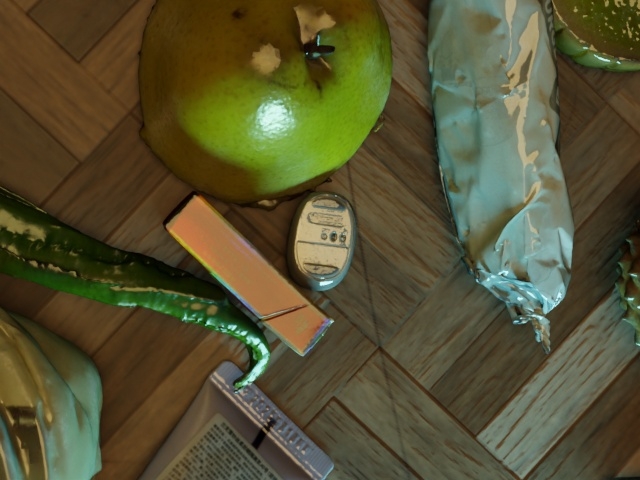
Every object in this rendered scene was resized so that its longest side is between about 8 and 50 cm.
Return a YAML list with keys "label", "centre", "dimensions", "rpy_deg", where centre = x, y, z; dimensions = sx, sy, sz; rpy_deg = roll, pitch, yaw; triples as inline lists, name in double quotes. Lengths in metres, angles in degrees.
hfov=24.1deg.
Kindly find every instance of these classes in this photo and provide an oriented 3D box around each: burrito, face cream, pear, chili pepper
- label: "burrito"
  centre: [0.170, -0.111, 1.418]
  dimensions: [0.101, 0.139, 0.445]
  rpy_deg: [-13, 100, -38]
- label: "face cream"
  centre: [-0.127, 0.260, 1.420]
  dimensions: [0.154, 0.096, 0.274]
  rpy_deg: [45, 74, -5]
- label: "pear"
  centre: [-0.049, -0.163, 1.361]
  dimensions: [0.267, 0.178, 0.267]
  rpy_deg: [0, 90, -4]
- label: "chili pepper"
  centre: [-0.206, 0.035, 1.395]
  dimensions: [0.359, 0.076, 0.085]
  rpy_deg: [26, 85, -5]

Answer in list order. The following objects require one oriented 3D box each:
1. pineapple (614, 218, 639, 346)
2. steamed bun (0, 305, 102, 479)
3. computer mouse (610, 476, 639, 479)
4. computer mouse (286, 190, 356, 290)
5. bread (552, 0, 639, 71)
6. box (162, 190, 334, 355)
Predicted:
- label: "pineapple"
  centre: [0.360, 0.031, 1.433]
  dimensions: [0.166, 0.166, 0.193]
  rpy_deg: [-26, 94, -6]
- label: "steamed bun"
  centre: [-0.372, 0.214, 1.302]
  dimensions: [0.394, 0.237, 0.346]
  rpy_deg: [-26, 96, -6]
- label: "computer mouse"
  centre: [0.367, 0.290, 1.490]
  dimensions: [0.229, 0.068, 0.113]
  rpy_deg: [-2, 75, 3]
- label: "computer mouse"
  centre: [-0.001, 0.000, 1.441]
  dimensions: [0.066, 0.039, 0.096]
  rpy_deg: [8, 90, -14]
- label: "bread"
  centre: [0.300, -0.277, 1.452]
  dimensions: [0.236, 0.070, 0.236]
  rpy_deg: [0, 94, -7]
- label: "box"
  centre: [-0.071, 0.030, 1.398]
  dimensions: [0.175, 0.112, 0.048]
  rpy_deg: [43, 87, -6]
